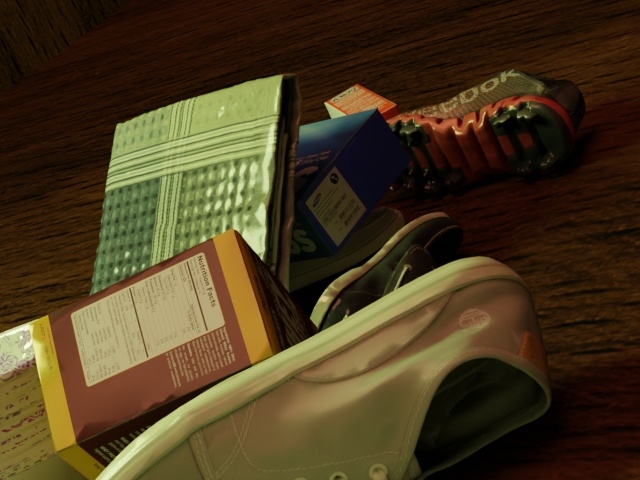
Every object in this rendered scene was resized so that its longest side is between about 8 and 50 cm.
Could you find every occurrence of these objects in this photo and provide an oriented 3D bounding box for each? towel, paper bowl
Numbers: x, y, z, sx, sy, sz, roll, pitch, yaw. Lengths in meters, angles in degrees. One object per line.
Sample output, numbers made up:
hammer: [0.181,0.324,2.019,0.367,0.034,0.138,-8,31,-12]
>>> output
towel: [-0.131,0.002,1.736,0.324,0.056,0.312,-9,69,50]
paper bowl: [-0.304,0.181,1.599,0.284,0.148,0.284,-23,10,4]

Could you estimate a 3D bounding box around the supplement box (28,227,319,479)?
supplement box: [-0.105,0.122,1.403,0.194,0.191,0.129,-25,55,8]

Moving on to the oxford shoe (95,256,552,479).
oxford shoe: [-0.011,0.174,1.287,0.449,0.169,0.130,-31,55,-5]

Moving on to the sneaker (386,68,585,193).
sneaker: [0.177,-0.124,1.863,0.276,0.097,0.135,-8,27,40]

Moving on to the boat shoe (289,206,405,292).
boat shoe: [0.000,0.000,1.828,0.184,0.063,0.066,-24,19,12]

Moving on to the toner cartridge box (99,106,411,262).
toner cartridge box: [-0.078,-0.043,1.837,0.348,0.075,0.165,-10,31,47]

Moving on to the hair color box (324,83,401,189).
hair color box: [0.065,-0.127,2.027,0.053,0.093,0.167,-29,18,-5]

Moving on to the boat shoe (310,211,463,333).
boat shoe: [0.079,0.048,1.615,0.079,0.084,0.233,28,39,21]
